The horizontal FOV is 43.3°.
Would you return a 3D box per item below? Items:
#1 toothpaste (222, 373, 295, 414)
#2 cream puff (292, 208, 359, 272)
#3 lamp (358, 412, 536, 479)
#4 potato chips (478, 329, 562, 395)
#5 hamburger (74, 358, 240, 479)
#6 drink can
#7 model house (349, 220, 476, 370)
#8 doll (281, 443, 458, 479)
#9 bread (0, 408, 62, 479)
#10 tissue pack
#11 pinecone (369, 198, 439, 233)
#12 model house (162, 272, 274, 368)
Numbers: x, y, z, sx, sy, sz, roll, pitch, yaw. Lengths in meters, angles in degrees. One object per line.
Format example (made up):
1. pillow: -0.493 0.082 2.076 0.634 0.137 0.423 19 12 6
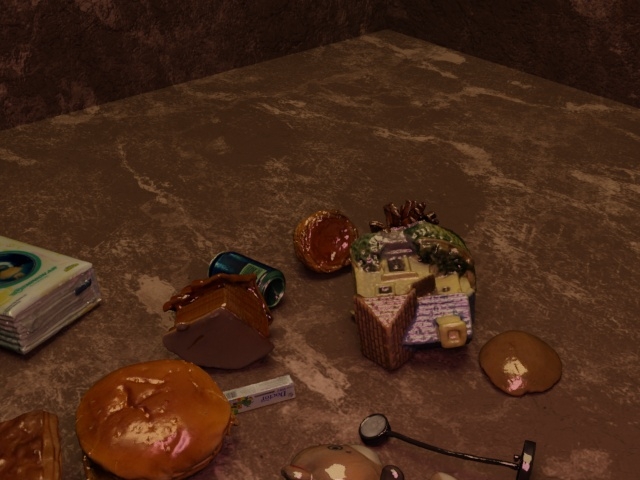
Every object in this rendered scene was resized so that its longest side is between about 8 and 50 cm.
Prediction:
1. toothpaste: -0.139 0.341 1.782 0.164 0.046 0.034 -13 30 -15
2. cream puff: 0.000 0.000 2.264 0.183 0.183 0.169 -16 7 -20
3. lamp: 0.249 0.432 1.596 0.371 0.108 0.130 -4 39 29
4. potato chips: 0.452 0.266 1.836 0.195 0.061 0.208 19 35 30
5. hamburger: -0.334 0.372 1.635 0.314 0.170 0.290 -17 39 -25
6. drink can: -0.195 0.103 2.123 0.205 0.118 0.118 22 39 36
7. model house: 0.220 0.136 1.890 0.321 0.261 0.266 -6 33 4
8. doll: 0.095 0.465 1.432 0.330 0.235 0.174 14 75 20
9. bread: -0.617 0.477 1.485 0.325 0.167 0.277 -19 33 -8
10. tissue pack: -0.820 0.129 2.103 0.388 0.162 0.287 14 32 26
11. pinecone: 0.241 -0.035 2.282 0.195 0.149 0.179 -13 26 -21
12. model house: -0.242 0.181 1.932 0.200 0.219 0.229 -30 27 14
